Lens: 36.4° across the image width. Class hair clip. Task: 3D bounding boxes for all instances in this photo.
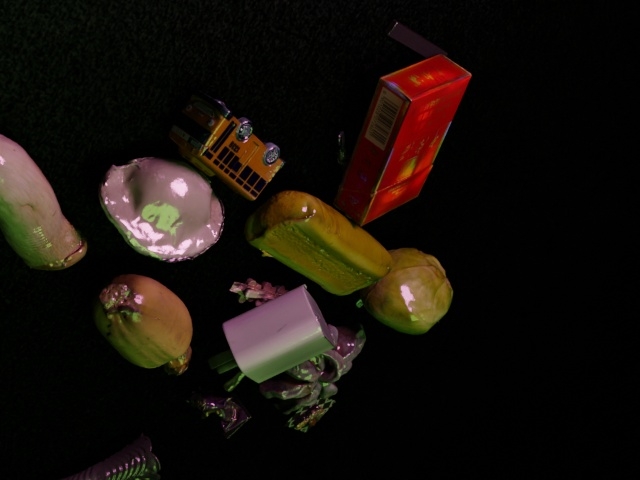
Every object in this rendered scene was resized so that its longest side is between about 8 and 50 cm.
[{"bbox_3d":[-0.123,0.112,2.030,0.062,0.056,0.214,-62,153,5],"label":"hair clip"}]

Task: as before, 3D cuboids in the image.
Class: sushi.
[{"bbox_3d":[-0.019,0.462,2.549,0.120,0.026,0.126,-48,147,6],"label":"sushi"}]

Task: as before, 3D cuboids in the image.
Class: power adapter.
[{"bbox_3d":[-0.112,0.213,2.038,0.255,0.124,0.187,-26,159,2],"label":"power adapter"}]

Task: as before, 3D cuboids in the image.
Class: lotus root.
[{"bbox_3d":[-0.325,0.148,1.782,0.146,0.130,0.303,-21,146,8],"label":"lotus root"}]

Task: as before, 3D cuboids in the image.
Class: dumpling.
[{"bbox_3d":[-0.259,-0.044,1.606,0.247,0.172,0.142,4,153,-43],"label":"dumpling"}]

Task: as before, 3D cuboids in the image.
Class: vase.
[{"bbox_3d":[-0.469,0.505,2.067,0.238,0.115,0.115,-18,140,-25],"label":"vase"}]

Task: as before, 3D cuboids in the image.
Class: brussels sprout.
[{"bbox_3d":[0.201,0.116,2.233,0.223,0.223,0.161,-23,148,-28],"label":"brussels sprout"}]

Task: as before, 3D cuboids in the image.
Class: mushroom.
[{"bbox_3d":[-0.460,-0.063,1.441,0.123,0.095,0.351,-24,144,3],"label":"mushroom"}]

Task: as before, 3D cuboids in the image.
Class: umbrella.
[{"bbox_3d":[0.056,-0.140,1.951,0.269,0.044,0.044,79,26,-60],"label":"umbrella"}]

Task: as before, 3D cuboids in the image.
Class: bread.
[{"bbox_3d":[0.000,0.000,1.968,0.166,0.112,0.384,-24,149,24],"label":"bread"}]

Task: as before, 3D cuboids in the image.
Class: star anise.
[{"bbox_3d":[-0.033,0.311,2.265,0.360,0.139,0.315,-35,140,-13],"label":"star anise"}]

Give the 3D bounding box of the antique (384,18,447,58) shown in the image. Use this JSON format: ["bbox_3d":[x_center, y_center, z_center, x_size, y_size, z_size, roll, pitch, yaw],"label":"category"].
[{"bbox_3d":[0.183,-0.372,1.832,0.192,0.015,0.031,14,117,-53],"label":"antique"}]

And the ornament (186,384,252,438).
[{"bbox_3d":[-0.242,0.360,2.156,0.088,0.081,0.203,-44,145,-1],"label":"ornament"}]

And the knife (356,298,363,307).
[{"bbox_3d":[0.124,0.127,2.336,0.096,0.010,0.027,-42,147,-1],"label":"knife"}]

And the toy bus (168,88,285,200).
[{"bbox_3d":[-0.160,-0.157,1.631,0.114,0.098,0.201,-53,147,-2],"label":"toy bus"}]

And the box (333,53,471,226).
[{"bbox_3d":[0.157,-0.192,1.895,0.197,0.089,0.313,-29,151,-42],"label":"box"}]
